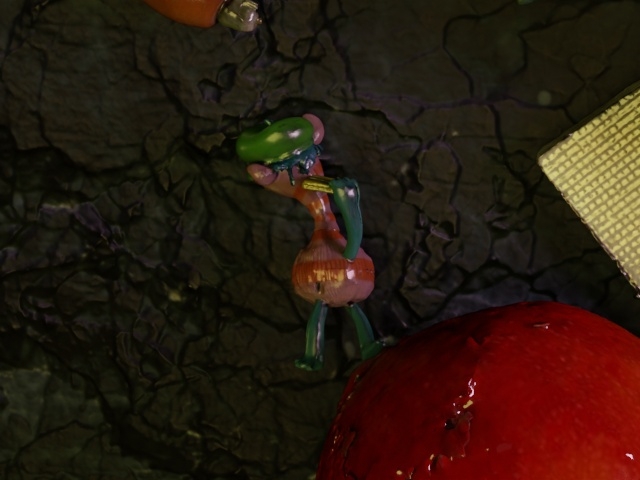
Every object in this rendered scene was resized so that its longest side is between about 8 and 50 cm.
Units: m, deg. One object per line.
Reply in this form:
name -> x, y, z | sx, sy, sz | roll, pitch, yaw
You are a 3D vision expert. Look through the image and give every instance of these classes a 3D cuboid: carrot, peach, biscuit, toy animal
carrot -> -0.187, -0.258, 1.260 | 0.336, 0.069, 0.069 | 33, 110, 9
peach -> 0.146, 0.229, 1.163 | 0.370, 0.370, 0.370 | 3, 105, 12
biscuit -> 0.273, -0.021, 1.224 | 0.121, 0.040, 0.199 | -36, 96, 17
toy animal -> 0.000, 0.000, 1.261 | 0.103, 0.100, 0.208 | -11, 90, 55

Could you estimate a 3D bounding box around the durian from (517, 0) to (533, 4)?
durian -> 0.194, -0.348, 1.104 | 0.106, 0.132, 0.375 | 14, 96, 34
